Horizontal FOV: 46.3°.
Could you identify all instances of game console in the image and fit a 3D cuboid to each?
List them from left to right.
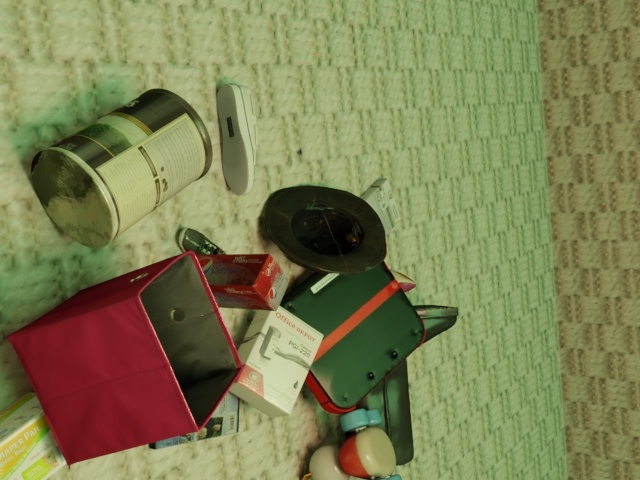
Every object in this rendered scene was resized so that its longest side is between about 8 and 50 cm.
[{"bbox_3d":[0.079,0.223,1.967,0.386,0.060,0.342,-37,95,-31],"label":"game console"}]

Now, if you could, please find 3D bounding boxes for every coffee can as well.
[{"bbox_3d":[-0.366,-0.140,1.411,0.275,0.201,0.202,-44,123,-42],"label":"coffee can"}]

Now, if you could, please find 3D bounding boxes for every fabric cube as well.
[{"bbox_3d":[-0.329,0.198,1.321,0.254,0.258,0.259,-53,123,-70],"label":"fabric cube"}]

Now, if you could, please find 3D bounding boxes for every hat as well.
[{"bbox_3d":[0.000,0.000,1.917,0.331,0.331,0.134,-41,165,-44],"label":"hat"}]

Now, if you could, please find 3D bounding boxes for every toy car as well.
[{"bbox_3d":[0.061,0.582,1.962,0.210,0.237,0.219,26,42,-65],"label":"toy car"}]

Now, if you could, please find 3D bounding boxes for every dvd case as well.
[{"bbox_3d":[-0.274,0.355,1.671,0.253,0.022,0.181,5,85,-52],"label":"dvd case"}]

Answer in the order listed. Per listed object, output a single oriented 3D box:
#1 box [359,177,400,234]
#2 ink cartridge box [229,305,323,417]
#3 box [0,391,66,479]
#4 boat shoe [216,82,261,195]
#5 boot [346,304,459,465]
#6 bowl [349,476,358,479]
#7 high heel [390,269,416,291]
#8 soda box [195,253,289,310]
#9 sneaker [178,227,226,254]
[{"bbox_3d":[0.163,-0.077,2.218,0.186,0.038,0.145,-47,124,-42],"label":"box"},{"bbox_3d":[-0.109,0.279,1.754,0.158,0.092,0.218,36,57,-19],"label":"ink cartridge box"},{"bbox_3d":[-0.530,0.366,1.277,0.203,0.103,0.114,-38,119,-45],"label":"box"},{"bbox_3d":[-0.175,-0.235,1.742,0.084,0.095,0.258,-10,99,-47],"label":"boat shoe"},{"bbox_3d":[0.241,0.418,2.159,0.366,0.146,0.446,-4,90,-20],"label":"boot"},{"bbox_3d":[0.046,0.701,2.050,0.142,0.053,0.142,53,51,-36],"label":"bowl"},{"bbox_3d":[0.211,0.158,2.267,0.117,0.082,0.244,-63,156,11],"label":"high heel"},{"bbox_3d":[-0.197,0.085,1.575,0.092,0.263,0.083,53,50,-38],"label":"soda box"},{"bbox_3d":[-0.248,0.020,1.671,0.158,0.064,0.061,42,58,-44],"label":"sneaker"}]
